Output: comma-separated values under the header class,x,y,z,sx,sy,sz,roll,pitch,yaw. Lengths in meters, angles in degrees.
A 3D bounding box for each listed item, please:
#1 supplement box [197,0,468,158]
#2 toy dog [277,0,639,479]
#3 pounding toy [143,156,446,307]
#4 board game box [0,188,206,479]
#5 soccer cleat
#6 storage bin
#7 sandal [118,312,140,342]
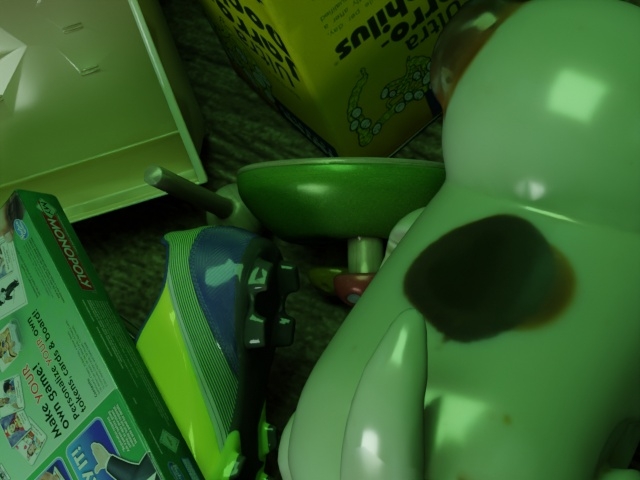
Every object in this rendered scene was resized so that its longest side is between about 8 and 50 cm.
class,x,y,z,sx,sy,sz,roll,pitch,yaw
supplement box,-0.003,-0.250,1.420,0.195,0.356,0.194,-40,54,-8
toy dog,0.127,0.031,1.191,0.284,0.395,0.408,13,72,35
pounding toy,0.000,0.000,1.401,0.237,0.183,0.110,-2,85,19
board game box,-0.211,0.150,1.335,0.213,0.046,0.317,-45,60,26
soccer cleat,-0.096,0.130,1.332,0.121,0.093,0.289,10,89,26
storage bin,-0.255,-0.150,1.492,0.260,0.262,0.123,-17,23,9
sandal,-0.216,0.079,1.445,0.303,0.086,0.120,32,107,25
